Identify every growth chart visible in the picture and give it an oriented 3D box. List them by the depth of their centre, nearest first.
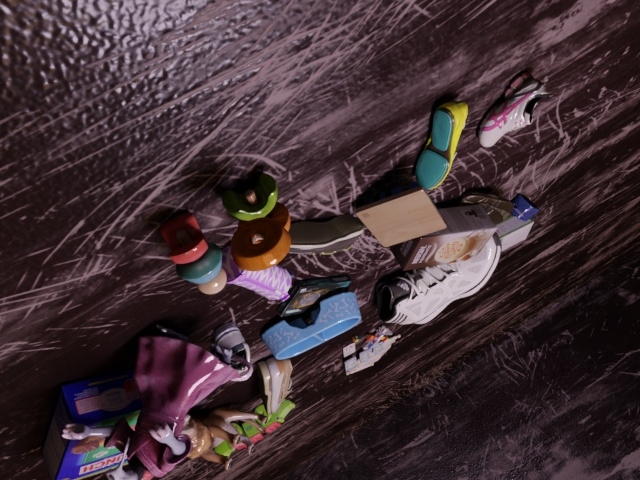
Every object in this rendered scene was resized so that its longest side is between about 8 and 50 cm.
[{"bbox_3d":[0.210,0.470,2.089,0.172,0.021,0.237,-3,138,-41],"label":"growth chart"}]

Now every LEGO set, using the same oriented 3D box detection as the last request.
[{"bbox_3d":[0.175,0.408,1.919,0.183,0.060,0.244,-25,143,-14],"label":"LEGO set"}]

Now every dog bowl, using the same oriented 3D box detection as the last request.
[{"bbox_3d":[-0.018,0.246,1.445,0.297,0.074,0.166,-27,157,3],"label":"dog bowl"}]

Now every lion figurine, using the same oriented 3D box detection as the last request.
[{"bbox_3d":[-0.335,0.592,1.602,0.392,0.240,0.142,41,65,-70],"label":"lion figurine"}]

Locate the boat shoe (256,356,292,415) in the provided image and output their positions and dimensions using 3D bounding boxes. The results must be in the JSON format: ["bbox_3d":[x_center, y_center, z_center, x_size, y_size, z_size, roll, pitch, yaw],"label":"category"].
[{"bbox_3d":[-0.143,0.478,1.667,0.103,0.113,0.302,-16,145,-18],"label":"boat shoe"}]

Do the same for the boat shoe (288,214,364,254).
[{"bbox_3d":[0.000,0.000,1.136,0.228,0.081,0.068,-12,140,-38],"label":"boat shoe"}]

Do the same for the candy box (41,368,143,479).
[{"bbox_3d":[-0.513,0.455,1.267,0.268,0.122,0.317,-5,141,-41],"label":"candy box"}]

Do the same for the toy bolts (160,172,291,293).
[{"bbox_3d":[-0.147,0.026,0.916,0.229,0.218,0.158,-24,136,-3],"label":"toy bolts"}]

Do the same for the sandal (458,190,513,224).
[{"bbox_3d":[0.473,-0.105,1.473,0.219,0.060,0.090,11,132,-31],"label":"sandal"}]

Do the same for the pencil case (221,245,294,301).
[{"bbox_3d":[-0.141,0.076,1.106,0.086,0.088,0.206,-34,150,15],"label":"pencil case"}]

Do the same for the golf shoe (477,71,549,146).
[{"bbox_3d":[0.425,-0.275,1.142,0.068,0.086,0.186,-9,144,-38],"label":"golf shoe"}]

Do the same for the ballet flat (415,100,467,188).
[{"bbox_3d":[0.270,-0.206,1.112,0.077,0.077,0.231,-36,152,-27],"label":"ballet flat"}]

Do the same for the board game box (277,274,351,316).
[{"bbox_3d":[-0.015,0.150,1.396,0.186,0.026,0.126,-3,139,-42],"label":"board game box"}]

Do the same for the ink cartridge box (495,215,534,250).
[{"bbox_3d":[0.605,-0.011,1.724,0.209,0.062,0.109,-26,149,-13],"label":"ink cartridge box"}]

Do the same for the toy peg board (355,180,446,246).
[{"bbox_3d":[0.186,-0.076,1.192,0.161,0.079,0.160,-19,141,24],"label":"toy peg board"}]

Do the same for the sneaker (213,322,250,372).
[{"bbox_3d":[-0.233,0.318,1.365,0.094,0.091,0.258,-24,149,-15],"label":"sneaker"}]

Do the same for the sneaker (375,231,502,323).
[{"bbox_3d":[0.342,0.128,1.566,0.258,0.169,0.447,-2,141,-45],"label":"sneaker"}]

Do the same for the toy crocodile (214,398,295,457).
[{"bbox_3d":[-0.244,0.702,1.905,0.341,0.105,0.115,-31,150,-6],"label":"toy crocodile"}]

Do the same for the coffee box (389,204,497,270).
[{"bbox_3d":[0.329,-0.009,1.388,0.247,0.098,0.141,-7,141,-22],"label":"coffee box"}]

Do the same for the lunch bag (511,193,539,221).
[{"bbox_3d":[0.638,-0.100,1.622,0.098,0.067,0.065,8,130,-48],"label":"lunch bag"}]

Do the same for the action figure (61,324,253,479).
[{"bbox_3d":[-0.351,0.386,1.116,0.276,0.248,0.370,46,57,-58],"label":"action figure"}]
